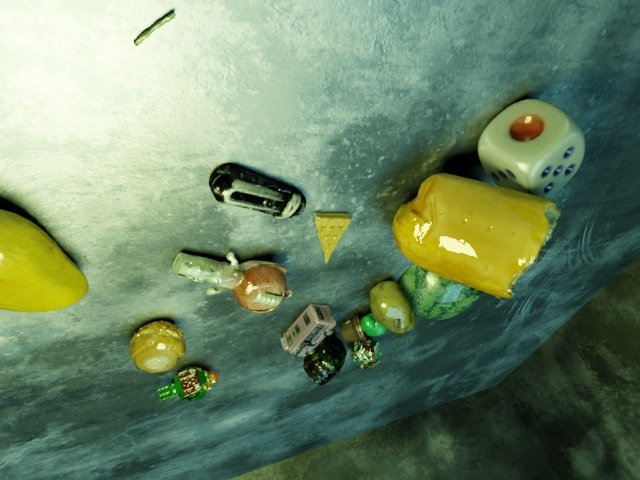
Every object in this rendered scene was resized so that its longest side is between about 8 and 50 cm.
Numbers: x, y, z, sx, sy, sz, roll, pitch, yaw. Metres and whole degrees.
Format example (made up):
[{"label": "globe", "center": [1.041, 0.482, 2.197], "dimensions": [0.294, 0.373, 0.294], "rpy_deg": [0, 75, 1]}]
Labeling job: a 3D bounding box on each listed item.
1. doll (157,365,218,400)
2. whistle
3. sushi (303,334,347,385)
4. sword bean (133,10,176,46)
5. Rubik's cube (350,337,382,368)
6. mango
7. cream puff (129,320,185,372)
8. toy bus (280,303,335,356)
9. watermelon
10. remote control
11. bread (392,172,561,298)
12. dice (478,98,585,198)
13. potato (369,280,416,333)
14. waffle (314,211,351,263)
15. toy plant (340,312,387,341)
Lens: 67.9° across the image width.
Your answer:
[{"label": "doll", "center": [-0.425, 0.477, 1.578], "dimensions": [0.134, 0.106, 0.186], "rpy_deg": [-31, 162, 14]}, {"label": "whistle", "center": [-0.209, 0.104, 1.235], "dimensions": [0.346, 0.134, 0.142], "rpy_deg": [20, 133, -37]}, {"label": "sushi", "center": [0.023, 0.425, 1.737], "dimensions": [0.127, 0.124, 0.225], "rpy_deg": [-45, -179, 15]}, {"label": "sword bean", "center": [-0.259, -0.330, 0.740], "dimensions": [0.083, 0.012, 0.012], "rpy_deg": [-32, 145, 9]}, {"label": "Rubik's cube", "center": [0.189, 0.462, 1.960], "dimensions": [0.112, 0.133, 0.133], "rpy_deg": [-39, 152, -28]}, {"label": "mango", "center": [-0.597, 0.048, 0.888], "dimensions": [0.195, 0.142, 0.332], "rpy_deg": [-18, 147, -5]}, {"label": "cream puff", "center": [-0.446, 0.285, 1.311], "dimensions": [0.165, 0.115, 0.150], "rpy_deg": [-29, 139, 18]}, {"label": "toy bus", "center": [-0.043, 0.311, 1.629], "dimensions": [0.108, 0.096, 0.199], "rpy_deg": [15, 125, -39]}, {"label": "watermelon", "center": [0.397, 0.188, 1.722], "dimensions": [0.260, 0.256, 0.176], "rpy_deg": [-49, -175, 16]}, {"label": "remote control", "center": [-0.129, -0.095, 1.077], "dimensions": [0.266, 0.066, 0.090], "rpy_deg": [16, 131, -44]}, {"label": "bread", "center": [0.388, -0.003, 1.276], "dimensions": [0.361, 0.394, 0.250], "rpy_deg": [48, 61, -72]}, {"label": "dice", "center": [0.536, -0.228, 1.216], "dimensions": [0.194, 0.193, 0.192], "rpy_deg": [-43, 141, 1]}, {"label": "potato", "center": [0.249, 0.230, 1.652], "dimensions": [0.137, 0.154, 0.200], "rpy_deg": [-48, 119, -17]}, {"label": "waffle", "center": [0.000, 0.000, 1.312], "dimensions": [0.125, 0.032, 0.191], "rpy_deg": [-1, 136, -35]}, {"label": "toy plant", "center": [0.173, 0.314, 1.760], "dimensions": [0.200, 0.105, 0.143], "rpy_deg": [-25, 153, 14]}]
